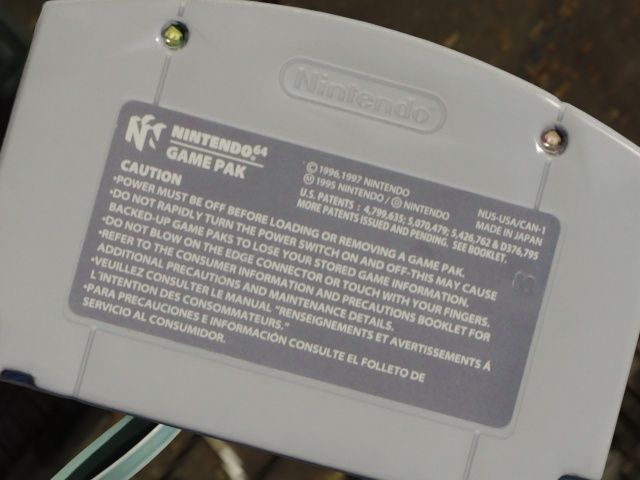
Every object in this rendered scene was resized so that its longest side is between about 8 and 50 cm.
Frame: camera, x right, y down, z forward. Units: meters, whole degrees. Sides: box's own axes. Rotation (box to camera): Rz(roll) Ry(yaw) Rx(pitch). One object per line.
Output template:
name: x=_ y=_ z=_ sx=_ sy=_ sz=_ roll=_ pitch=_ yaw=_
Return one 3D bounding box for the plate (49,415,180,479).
plate: x=-0.161 y=0.172 z=1.414 sx=0.188 sy=0.024 sz=0.188 roll=-37 pitch=-173 yaw=5

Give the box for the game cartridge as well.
game cartridge: x=0.000 y=0.000 z=0.782 sx=0.060 sy=0.294 sz=0.196 roll=-139 pitch=-116 yaw=-88
